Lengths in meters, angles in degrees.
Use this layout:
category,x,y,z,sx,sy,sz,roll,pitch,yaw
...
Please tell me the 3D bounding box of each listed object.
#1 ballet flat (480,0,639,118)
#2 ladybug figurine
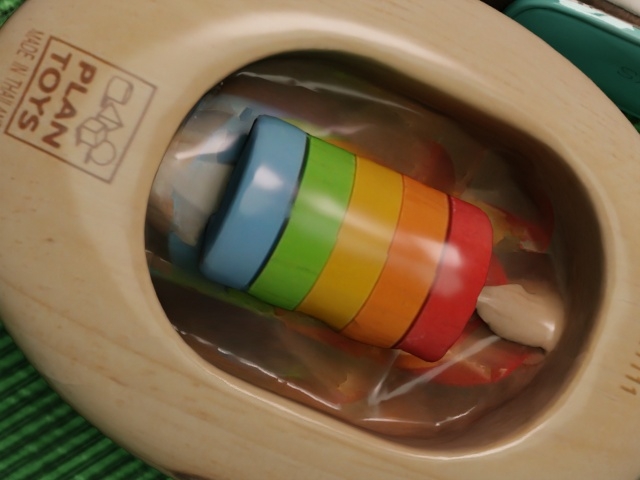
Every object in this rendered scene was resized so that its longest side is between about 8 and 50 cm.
category,x,y,z,sx,sy,sz,roll,pitch,yaw
ballet flat,0.105,-0.185,1.008,0.400,0.139,0.139,21,86,-19
ladybug figurine,0.000,0.000,0.951,0.449,0.162,0.305,27,85,-15
